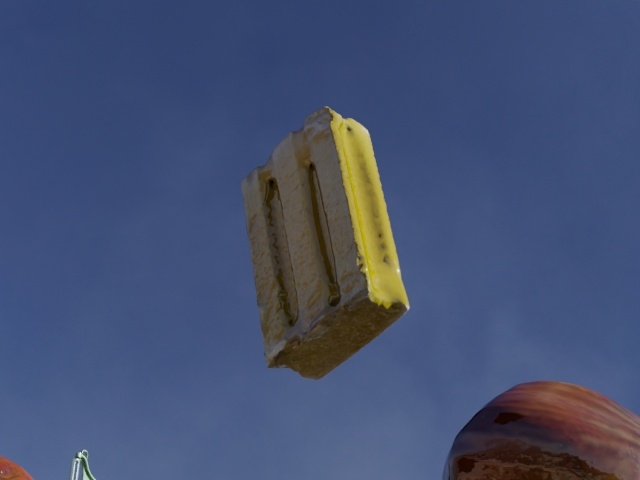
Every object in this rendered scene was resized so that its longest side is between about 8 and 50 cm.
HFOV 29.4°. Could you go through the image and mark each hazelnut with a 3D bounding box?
[{"bbox_3d":[0.213,0.223,1.094,0.210,0.210,0.186,36,-79,-1],"label":"hazelnut"}]

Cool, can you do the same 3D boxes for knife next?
[{"bbox_3d":[-0.287,0.348,1.690,0.023,0.078,0.166,-14,-34,35],"label":"knife"}]

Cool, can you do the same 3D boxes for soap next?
[{"bbox_3d":[0.000,0.000,1.565,0.091,0.315,0.199,23,-50,-35],"label":"soap"}]

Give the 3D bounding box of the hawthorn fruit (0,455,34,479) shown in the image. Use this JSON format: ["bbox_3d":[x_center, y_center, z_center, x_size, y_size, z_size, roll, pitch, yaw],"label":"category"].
[{"bbox_3d":[-0.521,0.433,1.882,0.210,0.210,0.262,33,-44,3],"label":"hawthorn fruit"}]
